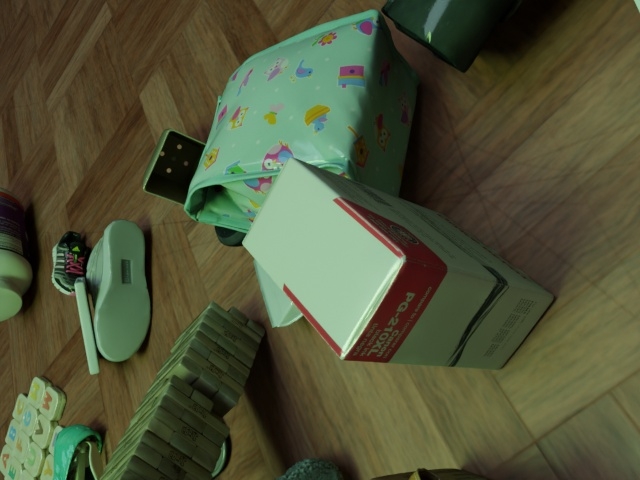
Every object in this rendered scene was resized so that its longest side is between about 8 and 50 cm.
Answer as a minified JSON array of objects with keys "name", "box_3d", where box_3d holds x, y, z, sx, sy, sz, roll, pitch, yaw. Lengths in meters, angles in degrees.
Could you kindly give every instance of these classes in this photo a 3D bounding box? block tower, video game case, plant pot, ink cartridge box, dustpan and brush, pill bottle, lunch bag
[{"name":"block tower","box_3d":[-0.160,0.205,0.728,0.097,0.091,0.335,-46,13,25]},{"name":"video game case","box_3d":[-0.413,0.146,1.096,0.143,0.019,0.157,-179,80,-69]},{"name":"plant pot","box_3d":[-0.233,-0.125,1.031,0.109,0.109,0.096,-64,31,8]},{"name":"ink cartridge box","box_3d":[0.076,0.028,0.578,0.172,0.237,0.100,45,111,43]},{"name":"dustpan and brush","box_3d":[0.000,0.000,0.799,0.211,0.060,0.147,-55,35,26]},{"name":"pill bottle","box_3d":[-0.785,0.031,1.459,0.181,0.181,0.323,-46,50,24]},{"name":"lunch bag","box_3d":[-0.034,-0.124,0.748,0.262,0.160,0.223,-4,61,32]}]

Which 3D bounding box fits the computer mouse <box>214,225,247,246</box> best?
[{"name":"computer mouse","box_3d":[-0.086,-0.102,0.905,0.188,0.072,0.272,-28,47,38]}]

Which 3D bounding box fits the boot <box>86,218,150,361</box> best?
[{"name":"boot","box_3d":[-0.368,0.099,1.110,0.123,0.095,0.258,-33,52,48]}]

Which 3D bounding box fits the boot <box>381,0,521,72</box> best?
[{"name":"boot","box_3d":[0.223,-0.348,0.519,0.146,0.367,0.445,43,110,-3]}]

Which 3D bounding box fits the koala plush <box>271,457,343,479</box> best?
[{"name":"koala plush","box_3d":[-0.086,0.370,0.675,0.221,0.203,0.196,-46,53,43]}]

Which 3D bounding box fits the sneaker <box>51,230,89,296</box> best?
[{"name":"sneaker","box_3d":[-0.510,0.042,1.269,0.074,0.063,0.170,-57,41,24]}]

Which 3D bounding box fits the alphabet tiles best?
[{"name":"alphabet tiles","box_3d":[-0.587,0.429,1.251,0.278,0.021,0.284,11,86,46]}]

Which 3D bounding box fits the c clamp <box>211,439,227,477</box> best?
[{"name":"c clamp","box_3d":[-0.194,0.299,0.907,0.161,0.022,0.137,-39,53,30]}]

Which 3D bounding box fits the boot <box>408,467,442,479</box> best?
[{"name":"boot","box_3d":[0.077,0.268,0.406,0.152,0.073,0.197,-55,49,12]}]

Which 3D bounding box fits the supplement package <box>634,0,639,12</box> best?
[{"name":"supplement package","box_3d":[0.316,-0.202,0.396,0.199,0.263,0.198,-28,59,36]}]

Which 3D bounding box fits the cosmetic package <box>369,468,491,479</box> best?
[{"name":"cosmetic package","box_3d":[0.180,0.278,0.457,0.296,0.153,0.129,4,81,44]}]

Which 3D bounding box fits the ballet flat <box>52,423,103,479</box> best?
[{"name":"ballet flat","box_3d":[-0.408,0.435,1.036,0.087,0.083,0.247,-13,69,26]}]
